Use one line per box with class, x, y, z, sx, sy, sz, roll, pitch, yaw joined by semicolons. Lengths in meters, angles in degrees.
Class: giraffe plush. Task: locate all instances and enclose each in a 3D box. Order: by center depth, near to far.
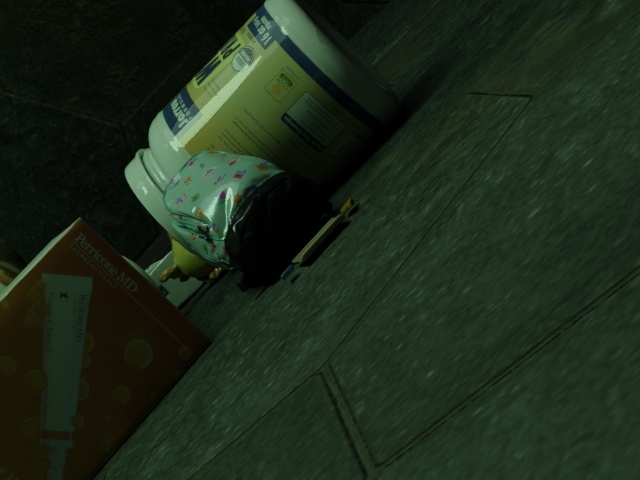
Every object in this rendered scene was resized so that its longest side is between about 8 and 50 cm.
giraffe plush;-0.159;-0.018;2.241;0.170;0.181;0.210;127;147;-56

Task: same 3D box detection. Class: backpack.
backpack;-0.097;-0.035;1.838;0.152;0.115;0.182;-45;34;-23

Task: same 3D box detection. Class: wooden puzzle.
wooden puzzle;0.000;0.000;1.687;0.116;0.014;0.078;-46;3;-2

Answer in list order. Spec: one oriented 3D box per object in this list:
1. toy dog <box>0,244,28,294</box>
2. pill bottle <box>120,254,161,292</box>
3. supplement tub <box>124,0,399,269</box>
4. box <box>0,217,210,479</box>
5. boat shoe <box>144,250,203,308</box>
toy dog;-0.579;0.199;2.486;0.284;0.395;0.408;-52;11;39
pill bottle;-0.356;0.167;2.151;0.176;0.176;0.318;-40;10;41
supplement tub;-0.078;-0.138;2.022;0.316;0.228;0.228;-45;7;10
box;-0.331;0.177;1.811;0.345;0.215;0.168;-50;9;-20
boat shoe;-0.279;0.104;2.388;0.267;0.096;0.088;-46;3;-4
